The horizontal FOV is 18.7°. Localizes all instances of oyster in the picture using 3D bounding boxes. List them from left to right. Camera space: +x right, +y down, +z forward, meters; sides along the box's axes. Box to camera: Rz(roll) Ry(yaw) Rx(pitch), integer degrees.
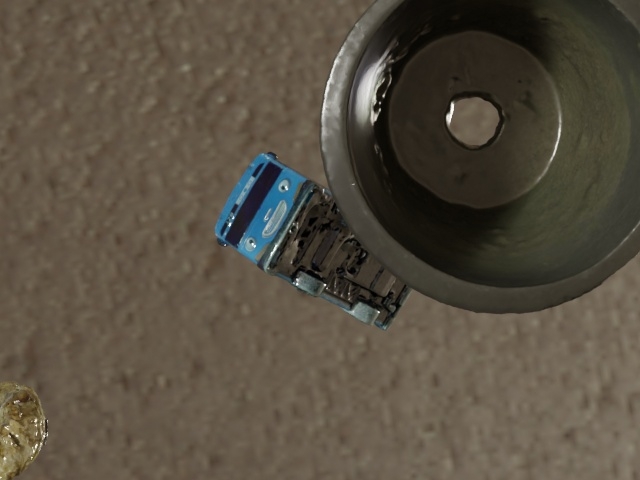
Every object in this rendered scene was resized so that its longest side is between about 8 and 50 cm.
[{"bbox_3d":[-0.258,0.150,1.564,0.080,0.083,0.038,-52,143,-6],"label":"oyster"}]

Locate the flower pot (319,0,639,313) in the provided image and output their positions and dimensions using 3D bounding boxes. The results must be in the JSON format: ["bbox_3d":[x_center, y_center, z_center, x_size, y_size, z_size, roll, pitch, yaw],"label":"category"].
[{"bbox_3d":[0.126,-0.085,1.453,0.166,0.269,0.269,-146,-143,-82],"label":"flower pot"}]

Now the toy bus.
[{"bbox_3d":[0.000,0.000,1.638,0.185,0.106,0.090,28,94,-50],"label":"toy bus"}]
